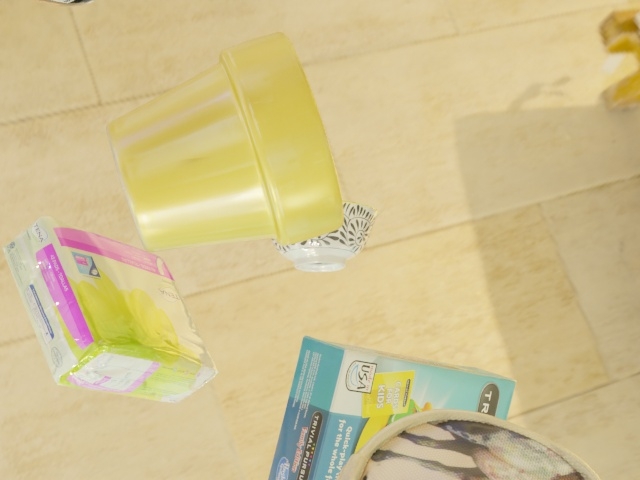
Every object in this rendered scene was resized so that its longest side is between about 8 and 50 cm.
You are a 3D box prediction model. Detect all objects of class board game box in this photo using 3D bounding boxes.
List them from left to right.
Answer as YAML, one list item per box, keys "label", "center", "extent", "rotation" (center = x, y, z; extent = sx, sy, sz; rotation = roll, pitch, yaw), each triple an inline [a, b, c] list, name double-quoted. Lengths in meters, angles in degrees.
- label: "board game box"
  center: [0.090, 0.269, 1.455]
  extent: [0.336, 0.079, 0.254]
  rotation: [15, 89, -44]

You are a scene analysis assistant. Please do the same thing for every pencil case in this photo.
- label: "pencil case"
  center: [0.082, 0.291, 0.762]
  extent: [0.183, 0.410, 0.160]
  rotation: [26, 50, 19]

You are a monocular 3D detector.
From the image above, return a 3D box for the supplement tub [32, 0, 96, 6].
- label: "supplement tub"
  center: [-0.295, -0.325, 1.045]
  extent: [0.338, 0.207, 0.207]
  rotation: [1, 70, -43]

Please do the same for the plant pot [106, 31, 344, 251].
- label: "plant pot"
  center: [-0.122, -0.099, 1.419]
  extent: [0.239, 0.254, 0.254]
  rotation: [-17, 78, -5]

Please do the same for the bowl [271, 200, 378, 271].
- label: "bowl"
  center: [0.000, 0.000, 1.678]
  extent: [0.170, 0.170, 0.080]
  rotation: [3, 78, -18]

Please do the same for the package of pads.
- label: "package of pads"
  center: [-0.285, 0.107, 1.644]
  extent: [0.101, 0.296, 0.229]
  rotation: [-37, 64, 16]
